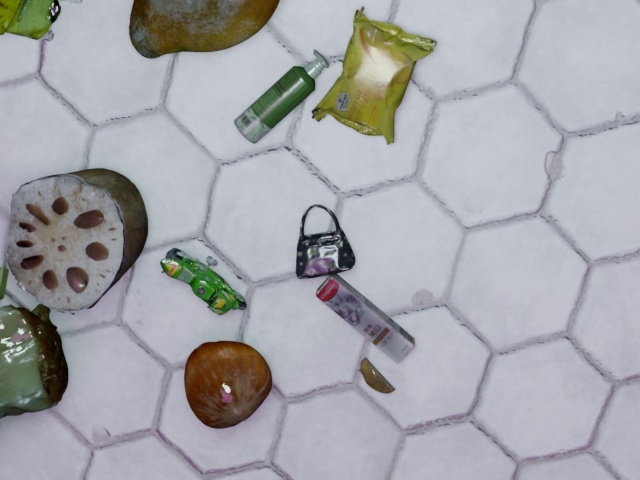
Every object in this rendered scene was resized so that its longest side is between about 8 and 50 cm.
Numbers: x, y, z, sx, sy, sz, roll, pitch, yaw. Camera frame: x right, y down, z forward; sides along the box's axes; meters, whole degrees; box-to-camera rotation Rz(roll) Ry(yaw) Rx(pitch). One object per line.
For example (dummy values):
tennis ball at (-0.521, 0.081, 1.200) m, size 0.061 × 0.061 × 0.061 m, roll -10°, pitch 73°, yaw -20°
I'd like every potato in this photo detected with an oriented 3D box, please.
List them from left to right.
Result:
potato at (0.109, 0.282, 1.841) m, size 0.037 × 0.036 × 0.093 m, roll -40°, pitch 99°, yaw 10°

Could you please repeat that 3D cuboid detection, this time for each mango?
mango at (-0.210, -0.425, 1.627) m, size 0.316 × 0.146 × 0.193 m, roll -21°, pitch 102°, yaw 24°

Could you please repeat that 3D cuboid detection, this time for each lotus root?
lotus root at (-0.445, -0.016, 1.730) m, size 0.272 × 0.192 × 0.272 m, roll 4°, pitch 108°, yaw 14°

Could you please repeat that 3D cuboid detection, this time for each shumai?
shumai at (-0.665, 0.242, 1.776) m, size 0.323 × 0.324 × 0.397 m, roll -26°, pitch 111°, yaw -6°

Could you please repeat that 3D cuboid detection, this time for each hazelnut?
hazelnut at (-0.186, 0.275, 1.792) m, size 0.182 × 0.182 × 0.182 m, roll 1°, pitch 105°, yaw 4°

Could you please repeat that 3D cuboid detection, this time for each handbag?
handbag at (0.000, 0.000, 1.757) m, size 0.115 × 0.072 × 0.139 m, roll -10°, pitch 100°, yaw 9°

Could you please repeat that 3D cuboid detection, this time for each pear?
pear at (-0.553, -0.473, 1.580) m, size 0.164 × 0.255 × 0.238 m, roll 18°, pitch 101°, yaw 1°

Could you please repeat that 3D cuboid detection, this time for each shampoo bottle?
shampoo bottle at (-0.068, -0.268, 1.696) m, size 0.204 × 0.065 × 0.065 m, roll -41°, pitch 99°, yaw 13°

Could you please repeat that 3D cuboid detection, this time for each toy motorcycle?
toy motorcycle at (-0.224, 0.085, 1.778) m, size 0.190 × 0.106 × 0.074 m, roll 37°, pitch 104°, yaw -7°

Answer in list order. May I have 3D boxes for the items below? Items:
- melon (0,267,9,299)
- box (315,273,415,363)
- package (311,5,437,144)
melon at (-0.701, 0.034, 1.827) m, size 0.118 × 0.064 × 0.209 m, roll -43°, pitch 100°, yaw 8°
box at (0.089, 0.151, 1.806) m, size 0.218 × 0.039 × 0.055 m, roll 39°, pitch 106°, yaw -6°
package at (0.095, -0.293, 1.659) m, size 0.168 × 0.090 × 0.226 m, roll 22°, pitch 108°, yaw 0°
